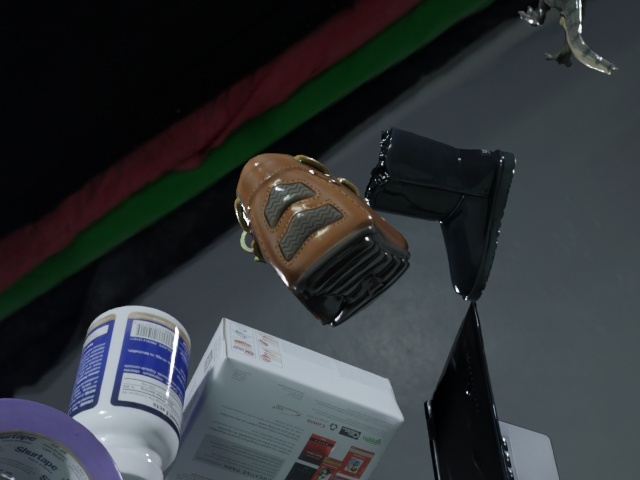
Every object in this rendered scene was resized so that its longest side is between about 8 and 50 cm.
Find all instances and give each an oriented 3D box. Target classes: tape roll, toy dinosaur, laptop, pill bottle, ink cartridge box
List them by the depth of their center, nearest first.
[{"bbox_3d":[-0.257,0.231,0.687,0.080,0.189,0.189,-41,-15,32],"label":"tape roll"},{"bbox_3d":[0.267,0.338,1.001,0.408,0.382,0.236,22,-43,-32],"label":"laptop"},{"bbox_3d":[0.309,-0.291,1.067,0.064,0.268,0.118,3,-26,-11],"label":"toy dinosaur"},{"bbox_3d":[-0.263,0.231,1.141,0.153,0.264,0.153,0,-48,0],"label":"pill bottle"},{"bbox_3d":[-0.072,0.312,1.357,0.272,0.309,0.130,-62,18,17],"label":"ink cartridge box"}]

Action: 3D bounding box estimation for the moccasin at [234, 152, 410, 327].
[{"bbox_3d":[-0.002,0.002,0.863,0.139,0.147,0.380,-40,-16,7],"label":"moccasin"}]

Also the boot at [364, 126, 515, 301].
[{"bbox_3d":[0.166,-0.039,1.275,0.094,0.207,0.246,-85,4,-72],"label":"boot"}]
